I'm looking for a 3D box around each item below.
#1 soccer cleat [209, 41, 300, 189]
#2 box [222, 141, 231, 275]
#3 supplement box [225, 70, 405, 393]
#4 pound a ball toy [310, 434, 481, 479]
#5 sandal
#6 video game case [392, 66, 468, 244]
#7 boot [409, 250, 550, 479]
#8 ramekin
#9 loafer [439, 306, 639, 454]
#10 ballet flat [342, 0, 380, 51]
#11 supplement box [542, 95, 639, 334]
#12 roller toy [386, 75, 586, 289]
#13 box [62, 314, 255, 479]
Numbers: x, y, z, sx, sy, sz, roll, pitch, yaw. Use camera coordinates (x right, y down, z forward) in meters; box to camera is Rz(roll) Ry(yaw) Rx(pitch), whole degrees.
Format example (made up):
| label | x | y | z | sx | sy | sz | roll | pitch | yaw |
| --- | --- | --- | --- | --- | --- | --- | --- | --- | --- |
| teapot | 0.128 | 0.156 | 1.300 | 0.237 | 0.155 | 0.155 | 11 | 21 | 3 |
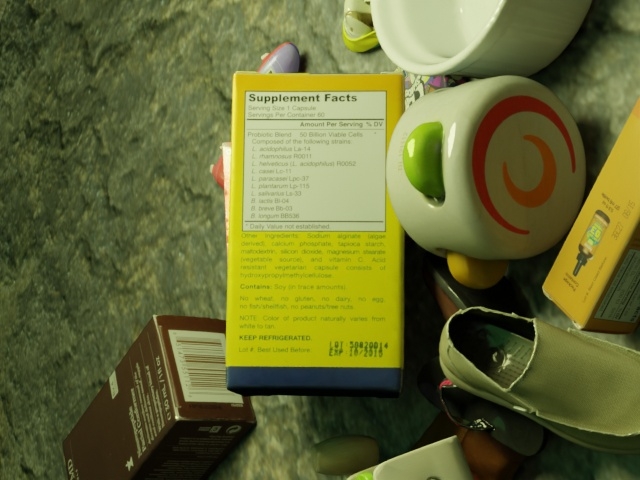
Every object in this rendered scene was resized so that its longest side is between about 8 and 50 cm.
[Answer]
| label | x | y | z | sx | sy | sz | roll | pitch | yaw |
| --- | --- | --- | --- | --- | --- | --- | --- | --- | --- |
| soccer cleat | -0.076 | -0.169 | 1.961 | 0.095 | 0.083 | 0.248 | 36 | 112 | 22 |
| box | -0.040 | 0.027 | 1.729 | 0.142 | 0.154 | 0.300 | 75 | -170 | -72 |
| supplement box | 0.000 | 0.000 | 1.541 | 0.195 | 0.194 | 0.356 | 73 | -162 | -81 |
| pound a ball toy | 0.121 | 0.339 | 1.435 | 0.208 | 0.136 | 0.319 | 132 | 120 | -68 |
| sandal | 0.161 | 0.170 | 1.399 | 0.179 | 0.040 | 0.067 | 28 | 117 | 46 |
| video game case | 0.108 | -0.111 | 1.676 | 0.232 | 0.042 | 0.210 | -34 | 57 | 49 |
| boot | 0.153 | 0.182 | 1.520 | 0.264 | 0.096 | 0.280 | 49 | 130 | 35 |
| ramekin | 0.188 | -0.311 | 1.510 | 0.277 | 0.135 | 0.277 | -19 | 67 | 54 |
| loafer | 0.227 | 0.133 | 1.304 | 0.268 | 0.092 | 0.102 | 13 | 72 | 29 |
| ballet flat | 0.077 | -0.302 | 1.733 | 0.231 | 0.077 | 0.077 | -11 | 75 | 56 |
| supplement box | 0.310 | -0.023 | 1.311 | 0.078 | 0.080 | 0.233 | 53 | 125 | 49 |
| roller toy | 0.174 | -0.072 | 1.430 | 0.191 | 0.209 | 0.146 | -49 | 23 | -25 |
| box | -0.261 | 0.298 | 2.074 | 0.381 | 0.143 | 0.191 | -53 | 42 | 39 |
